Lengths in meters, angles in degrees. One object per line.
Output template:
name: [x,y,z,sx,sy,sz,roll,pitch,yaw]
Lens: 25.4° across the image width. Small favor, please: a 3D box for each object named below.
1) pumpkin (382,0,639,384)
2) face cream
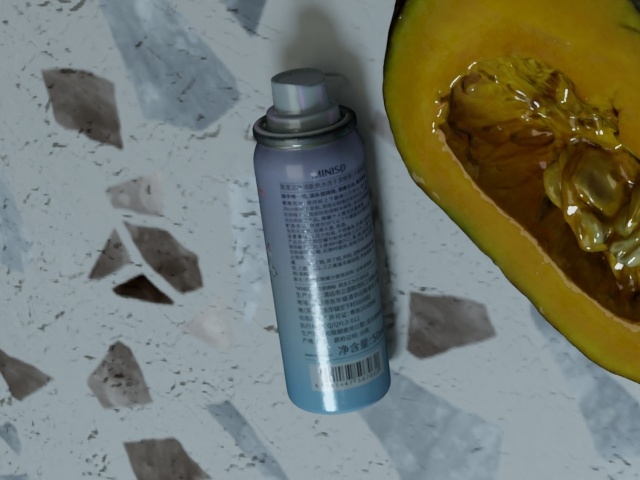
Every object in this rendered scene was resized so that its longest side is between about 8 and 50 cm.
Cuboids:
pumpkin: [0.179,-0.070,0.758,0.317,0.139,0.222,50,132,5]
face cream: [0.000,0.000,0.942,0.075,0.075,0.229,7,116,30]
